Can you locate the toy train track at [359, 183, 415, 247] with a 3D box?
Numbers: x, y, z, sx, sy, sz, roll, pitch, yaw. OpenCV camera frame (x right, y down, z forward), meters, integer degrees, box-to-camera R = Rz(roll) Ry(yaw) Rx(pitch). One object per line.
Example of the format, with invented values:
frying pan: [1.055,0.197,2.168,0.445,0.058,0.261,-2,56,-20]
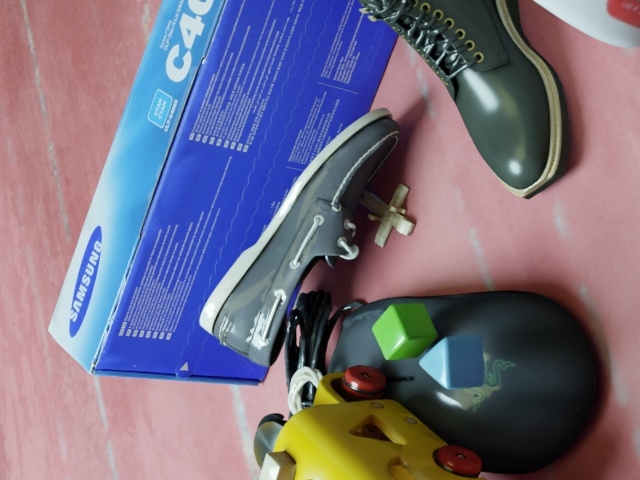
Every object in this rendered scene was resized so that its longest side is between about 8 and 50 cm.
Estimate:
toy train track: [0.037,-0.026,1.008,0.083,0.014,0.048,37,110,44]

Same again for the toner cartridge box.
toner cartridge box: [-0.064,-0.066,1.013,0.075,0.165,0.348,34,107,45]

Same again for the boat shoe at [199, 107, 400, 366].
boat shoe: [0.000,0.000,0.985,0.065,0.075,0.206,40,94,17]

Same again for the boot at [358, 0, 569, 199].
boot: [0.076,-0.123,0.894,0.077,0.137,0.198,-40,57,35]

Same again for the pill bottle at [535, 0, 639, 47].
pill bottle: [0.205,-0.264,0.766,0.283,0.161,0.161,-53,49,26]

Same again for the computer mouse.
computer mouse: [0.057,0.105,0.922,0.272,0.072,0.189,-16,71,44]

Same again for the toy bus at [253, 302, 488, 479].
toy bus: [0.012,0.148,0.842,0.202,0.104,0.191,-34,63,48]
